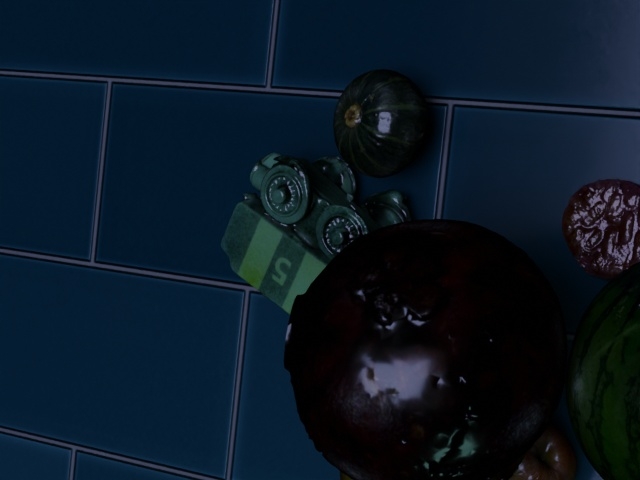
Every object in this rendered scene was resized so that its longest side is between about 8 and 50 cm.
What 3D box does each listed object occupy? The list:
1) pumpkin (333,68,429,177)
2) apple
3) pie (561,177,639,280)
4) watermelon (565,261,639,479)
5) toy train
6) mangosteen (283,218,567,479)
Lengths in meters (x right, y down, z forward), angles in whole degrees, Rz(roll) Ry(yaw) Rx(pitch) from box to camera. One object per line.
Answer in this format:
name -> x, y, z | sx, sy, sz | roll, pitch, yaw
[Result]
pumpkin -> 0.094, -0.179, 2.040 | 0.167, 0.125, 0.167 | -33, 45, 41
apple -> 0.306, 0.321, 1.919 | 0.126, 0.126, 0.102 | 64, 154, 14
pie -> 0.419, -0.015, 1.908 | 0.154, 0.036, 0.154 | -1, 88, 30
watermelon -> 0.482, 0.180, 1.702 | 0.363, 0.363, 0.363 | -1, 89, 29
toy train -> 0.000, 0.000, 2.081 | 0.299, 0.167, 0.238 | 38, 117, 25
mangosteen -> 0.125, 0.175, 1.766 | 0.381, 0.381, 0.421 | 44, 140, 23
